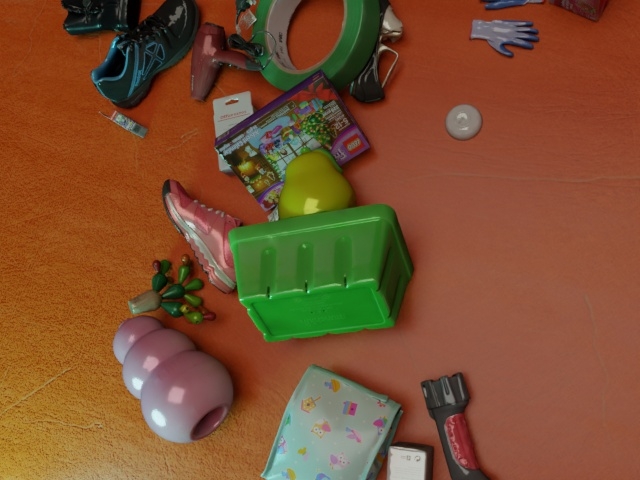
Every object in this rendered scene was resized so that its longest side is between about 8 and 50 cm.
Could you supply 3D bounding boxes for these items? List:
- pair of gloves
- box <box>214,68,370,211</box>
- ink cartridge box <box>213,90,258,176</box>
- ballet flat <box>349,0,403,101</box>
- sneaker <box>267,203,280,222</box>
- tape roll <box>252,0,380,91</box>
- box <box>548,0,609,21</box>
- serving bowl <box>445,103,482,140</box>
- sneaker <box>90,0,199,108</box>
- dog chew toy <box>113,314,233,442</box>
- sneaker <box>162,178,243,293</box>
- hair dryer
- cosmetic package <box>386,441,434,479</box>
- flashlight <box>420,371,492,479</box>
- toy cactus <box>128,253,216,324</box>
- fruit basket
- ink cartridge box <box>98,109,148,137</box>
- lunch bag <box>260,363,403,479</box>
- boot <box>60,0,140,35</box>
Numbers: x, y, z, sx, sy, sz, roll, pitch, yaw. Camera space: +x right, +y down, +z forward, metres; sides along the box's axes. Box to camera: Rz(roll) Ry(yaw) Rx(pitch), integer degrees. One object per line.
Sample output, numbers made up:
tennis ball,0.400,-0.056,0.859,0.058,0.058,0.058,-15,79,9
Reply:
pair of gloves,0.420,-0.510,1.607,0.159,0.023,0.198,12,84,19
box,-0.063,-0.221,1.615,0.293,0.201,0.057,-31,29,14
ink cartridge box,-0.195,-0.257,1.731,0.104,0.061,0.182,-10,79,15
ballet flat,0.138,-0.455,1.654,0.096,0.095,0.281,10,94,8
sneaker,-0.108,-0.060,1.687,0.036,0.032,0.083,12,84,18
tape roll,-0.016,-0.494,1.654,0.321,0.077,0.322,-2,86,36
box,0.546,-0.574,1.454,0.122,0.257,0.128,31,91,21
serving bowl,0.318,-0.267,1.594,0.083,0.027,0.083,-3,81,17
sneaker,-0.436,-0.489,1.802,0.125,0.139,0.341,37,92,21
dog chew toy,-0.349,0.295,1.621,0.332,0.206,0.207,42,94,26
sneaker,-0.257,-0.030,1.702,0.136,0.116,0.314,-34,80,-2
hair dryer,-0.237,-0.449,1.726,0.293,0.080,0.224,-42,54,35
cosmetic package,0.179,0.536,1.457,0.085,0.117,0.231,3,80,18
flashlight,0.296,0.424,1.450,0.103,0.103,0.304,-10,76,-12
toy cactus,-0.355,0.125,1.671,0.180,0.112,0.219,-19,60,-28
fruit basket,0.000,0.000,1.544,0.391,0.283,0.392,-12,47,13
ink cartridge box,-0.504,-0.307,1.832,0.115,0.063,0.029,32,92,19
lunch bag,0.030,0.414,1.501,0.223,0.160,0.262,23,94,20
boot,-0.582,-0.667,1.899,0.207,0.094,0.247,5,88,14
